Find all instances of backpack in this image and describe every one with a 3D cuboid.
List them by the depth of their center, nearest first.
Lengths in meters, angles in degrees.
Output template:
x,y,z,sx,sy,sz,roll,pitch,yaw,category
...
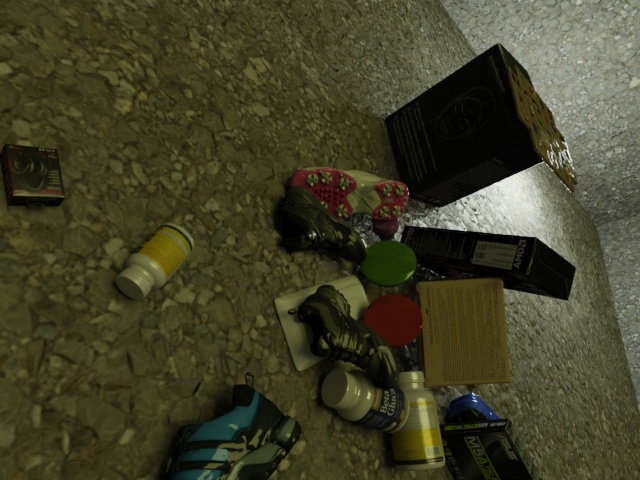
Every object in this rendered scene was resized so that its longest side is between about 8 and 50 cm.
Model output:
x,y,z,sx,sy,sz,roll,pitch,yaw,category
0.376,0.438,1.082,0.120,0.098,0.101,43,23,-11,backpack

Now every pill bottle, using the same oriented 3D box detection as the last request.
x,y,z,sx,sy,sz,roll,pitch,yaw,category
-0.246,0.031,0.650,0.065,0.065,0.116,48,42,-18,pill bottle
0.085,0.304,0.838,0.169,0.094,0.094,31,50,-32,pill bottle
0.192,0.372,0.909,0.103,0.103,0.184,17,58,-41,pill bottle

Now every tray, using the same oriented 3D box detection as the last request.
x,y,z,sx,sy,sz,roll,pitch,yaw,category
0.029,0.157,0.905,0.270,0.030,0.145,-10,79,-49,tray

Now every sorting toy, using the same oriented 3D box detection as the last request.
x,y,z,sx,sy,sz,roll,pitch,yaw,category
0.163,0.103,1.025,0.126,0.127,0.365,75,13,-50,sorting toy

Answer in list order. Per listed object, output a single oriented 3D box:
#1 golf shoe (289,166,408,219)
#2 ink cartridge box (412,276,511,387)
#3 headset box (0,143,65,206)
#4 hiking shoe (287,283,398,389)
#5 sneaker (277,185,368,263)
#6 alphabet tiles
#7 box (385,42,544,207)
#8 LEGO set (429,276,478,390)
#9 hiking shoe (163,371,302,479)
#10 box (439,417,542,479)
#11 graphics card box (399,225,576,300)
x,y,z,sx,sy,sz,roll,pitch,yaw,category
0.056,-0.117,1.037,0.306,0.115,0.140,7,20,-28,golf shoe
0.317,0.204,0.999,0.088,0.193,0.235,35,52,-86,ink cartridge box
-0.385,-0.083,0.586,0.062,0.032,0.083,-2,70,-48,headset box
0.039,0.193,0.797,0.114,0.086,0.227,-31,69,-33,hiking shoe
0.000,0.000,0.917,0.227,0.087,0.130,41,47,-21,sneaker
0.576,-0.288,1.126,0.342,0.011,0.285,28,52,-35,alphabet tiles
0.436,-0.318,1.308,0.212,0.395,0.293,8,65,-44,box
0.294,0.236,1.085,0.107,0.132,0.287,-5,80,-39,LEGO set
-0.166,0.320,0.579,0.132,0.113,0.304,39,43,18,hiking shoe
0.373,0.496,0.975,0.045,0.184,0.191,-31,95,-49,box
0.410,0.050,1.116,0.233,0.371,0.094,25,79,-38,graphics card box
